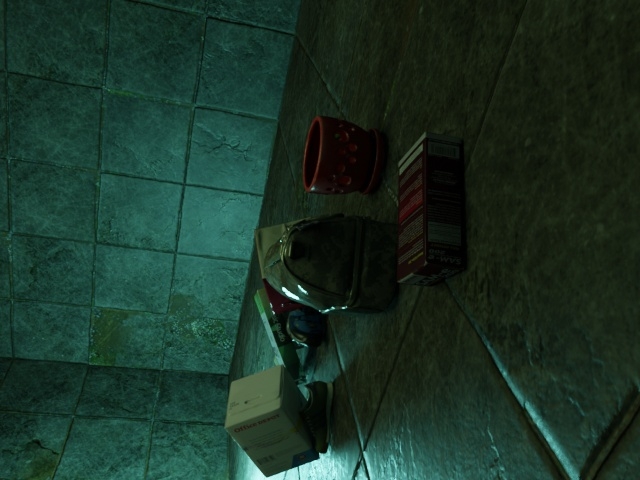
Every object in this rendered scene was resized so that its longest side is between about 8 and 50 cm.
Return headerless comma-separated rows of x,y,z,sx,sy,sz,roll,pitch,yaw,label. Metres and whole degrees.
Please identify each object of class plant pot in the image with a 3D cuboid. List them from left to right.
0.058,-0.202,1.424,0.191,0.174,0.191,-172,90,-77,plant pot

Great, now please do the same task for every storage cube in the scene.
-0.082,0.072,1.679,0.193,0.184,0.215,81,176,-53,storage cube

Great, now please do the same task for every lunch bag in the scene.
0.012,0.053,1.293,0.305,0.256,0.212,149,128,-73,lunch bag

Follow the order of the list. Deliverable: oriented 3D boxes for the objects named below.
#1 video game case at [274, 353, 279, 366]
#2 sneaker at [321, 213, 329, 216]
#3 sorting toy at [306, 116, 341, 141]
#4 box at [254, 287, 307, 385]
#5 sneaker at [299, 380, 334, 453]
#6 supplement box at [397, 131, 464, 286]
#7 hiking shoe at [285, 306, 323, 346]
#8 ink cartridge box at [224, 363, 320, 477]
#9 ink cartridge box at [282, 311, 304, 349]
-0.143,0.412,2.265,0.227,0.026,0.206,-157,76,-76,video game case
0.000,0.000,1.830,0.082,0.069,0.209,-58,-12,-38,sneaker
0.035,-0.273,1.803,0.365,0.127,0.126,-100,-8,-60,sorting toy
-0.136,0.314,1.883,0.232,0.058,0.322,132,116,-77,box
-0.018,0.476,1.550,0.064,0.086,0.192,161,116,-75,sneaker
0.189,-0.051,0.999,0.130,0.073,0.239,129,147,-68,supplement box
-0.047,0.206,1.772,0.304,0.113,0.132,-107,27,-61,hiking shoe
-0.129,0.498,1.585,0.168,0.171,0.232,-95,-20,-59,ink cartridge box
-0.110,0.237,1.949,0.181,0.056,0.224,-125,19,-76,ink cartridge box
